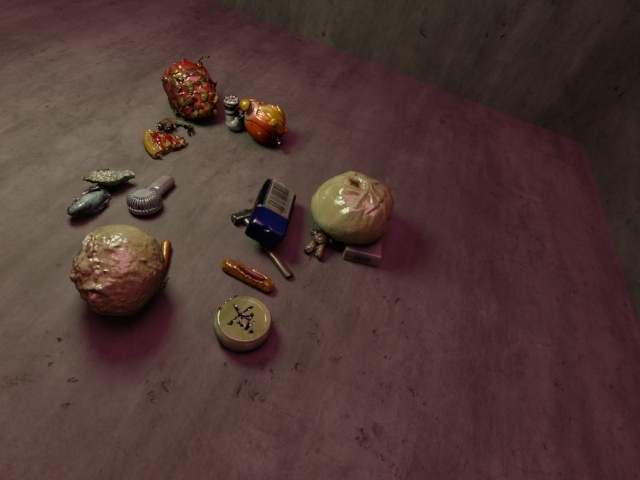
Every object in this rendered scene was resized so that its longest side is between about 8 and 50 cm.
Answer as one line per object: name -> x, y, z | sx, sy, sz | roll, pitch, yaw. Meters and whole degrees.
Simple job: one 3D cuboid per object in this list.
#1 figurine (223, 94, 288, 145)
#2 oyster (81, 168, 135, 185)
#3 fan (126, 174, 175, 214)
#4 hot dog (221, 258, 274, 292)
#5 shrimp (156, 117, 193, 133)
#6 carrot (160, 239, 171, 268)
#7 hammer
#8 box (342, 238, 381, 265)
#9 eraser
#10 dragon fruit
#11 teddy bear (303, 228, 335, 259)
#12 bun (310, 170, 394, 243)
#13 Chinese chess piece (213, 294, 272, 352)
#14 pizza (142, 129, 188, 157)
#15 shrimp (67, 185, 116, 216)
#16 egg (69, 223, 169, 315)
figurine -> -0.311, -0.601, 2.019 | 0.323, 0.196, 0.320 | 20, 5, 15
oyster -> -0.840, -0.249, 1.590 | 0.125, 0.064, 0.177 | 16, 20, 27
fan -> -0.673, -0.190, 1.619 | 0.130, 0.074, 0.244 | 15, 40, 11
hot dog -> -0.264, 0.122, 1.479 | 0.216, 0.047, 0.066 | 28, 44, 8
shrimp -> -0.695, -0.545, 1.922 | 0.152, 0.046, 0.219 | 17, 25, -3
carrot -> -0.560, 0.075, 1.434 | 0.037, 0.037, 0.190 | 3, 50, -15
hammer -> -0.221, 0.011, 1.604 | 0.111, 0.043, 0.365 | -22, 61, -34
box -> 0.182, -0.012, 1.727 | 0.155, 0.067, 0.242 | 11, 46, -5
eraser -> -0.195, -0.118, 1.642 | 0.155, 0.101, 0.332 | 28, 37, -16
dragon fruit -> -0.627, -0.736, 2.005 | 0.291, 0.250, 0.269 | 47, 58, 5
teddy bear -> 0.001, -0.005, 1.656 | 0.119, 0.078, 0.160 | 24, 47, 9
bun -> 0.146, -0.165, 1.675 | 0.365, 0.202, 0.364 | 6, 44, -6
Chinese chess piece -> -0.254, 0.271, 1.322 | 0.189, 0.083, 0.188 | 10, 44, -10
pizza -> -0.710, -0.459, 1.854 | 0.199, 0.062, 0.188 | -15, 57, -30
shrimp -> -0.854, -0.153, 1.525 | 0.090, 0.079, 0.233 | 62, 32, -20
egg -> -0.622, 0.084, 1.249 | 0.279, 0.279, 0.310 | -1, 39, -19
